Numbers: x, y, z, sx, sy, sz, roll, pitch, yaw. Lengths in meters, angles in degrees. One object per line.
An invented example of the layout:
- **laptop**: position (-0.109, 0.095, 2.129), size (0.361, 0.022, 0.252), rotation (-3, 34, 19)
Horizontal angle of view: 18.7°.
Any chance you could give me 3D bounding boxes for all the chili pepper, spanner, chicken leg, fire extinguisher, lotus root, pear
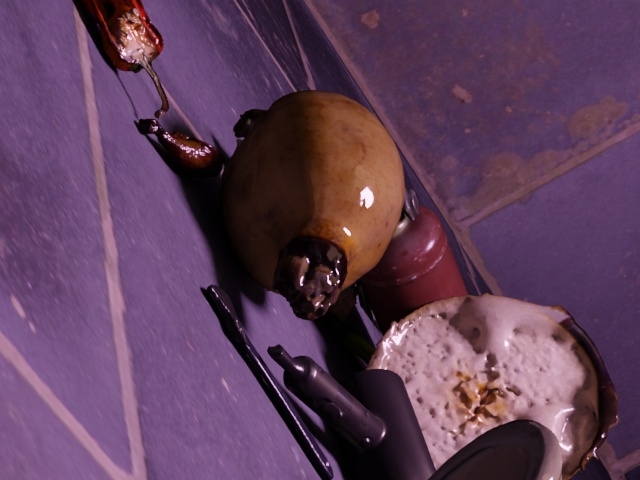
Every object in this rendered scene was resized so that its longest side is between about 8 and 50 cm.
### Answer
- **chili pepper**: position (-0.203, -0.228, 1.799), size (0.268, 0.059, 0.050), rotation (59, -30, 11)
- **spanner**: position (-0.042, 0.123, 1.677), size (0.208, 0.012, 0.046), rotation (58, 8, -16)
- **chicken leg**: position (-0.125, -0.086, 1.809), size (0.062, 0.037, 0.145), rotation (40, 3, 13)
- **fire extinguisher**: position (0.098, 0.036, 2.069), size (0.147, 0.106, 0.337), rotation (-95, 166, -52)
- **lotus root**: position (-0.007, -0.030, 1.831), size (0.183, 0.183, 0.310), rotation (57, 13, -24)
- **pear**: position (0.163, 0.189, 2.001), size (0.178, 0.267, 0.267), rotation (92, -25, -62)

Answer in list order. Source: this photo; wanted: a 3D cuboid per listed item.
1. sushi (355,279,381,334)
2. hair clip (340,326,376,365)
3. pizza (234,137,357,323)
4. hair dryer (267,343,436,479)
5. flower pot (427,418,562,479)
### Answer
- **sushi**: position (0.071, 0.011, 2.211), size (0.279, 0.043, 0.192), rotation (53, 26, -71)
- **hair clip**: position (0.078, 0.161, 2.180), size (0.188, 0.033, 0.060), rotation (56, 9, -31)
- **pizza**: position (-0.001, 0.000, 2.130), size (0.189, 0.071, 0.297), rotation (62, 2, 34)
- **hair dryer**: position (0.025, 0.174, 1.739), size (0.248, 0.078, 0.195), rotation (43, 19, -45)
- **flower pot**: position (0.187, 0.306, 1.592), size (0.244, 0.307, 0.307), rotation (43, 12, -11)
